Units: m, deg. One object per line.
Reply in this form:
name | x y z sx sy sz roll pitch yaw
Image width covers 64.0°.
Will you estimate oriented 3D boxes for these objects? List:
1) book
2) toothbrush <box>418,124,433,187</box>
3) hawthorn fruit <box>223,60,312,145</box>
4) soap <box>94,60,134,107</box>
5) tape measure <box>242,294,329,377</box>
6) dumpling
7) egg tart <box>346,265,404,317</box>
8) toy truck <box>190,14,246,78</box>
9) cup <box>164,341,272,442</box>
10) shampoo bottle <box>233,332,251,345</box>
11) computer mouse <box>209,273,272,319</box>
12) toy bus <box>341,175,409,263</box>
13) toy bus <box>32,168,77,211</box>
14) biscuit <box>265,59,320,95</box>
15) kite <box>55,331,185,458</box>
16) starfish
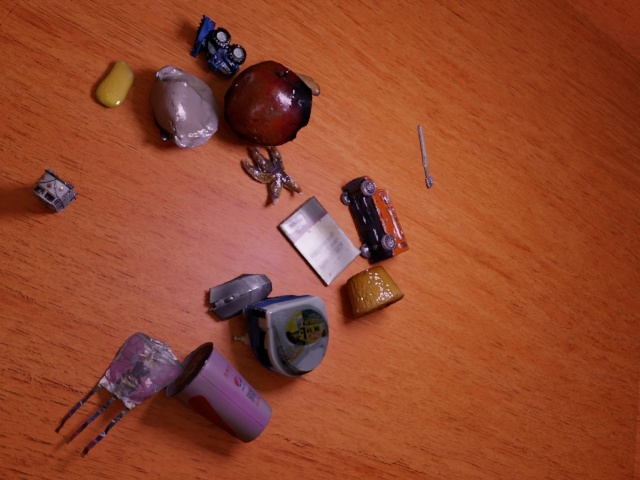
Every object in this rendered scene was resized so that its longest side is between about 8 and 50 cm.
book | 0.000 0.000 1.890 0.201 0.026 0.289 -42 99 -29
toothbrush | 0.452 -0.366 2.220 0.026 0.028 0.293 0 72 -29
hawthorn fruit | -0.172 -0.461 1.767 0.316 0.316 0.315 7 74 -26
soap | -0.662 -0.505 1.666 0.089 0.033 0.168 33 65 -19
tape measure | -0.096 0.308 1.668 0.260 0.138 0.261 -8 89 -41
dumpling | -0.462 -0.434 1.704 0.205 0.164 0.292 -7 78 -63
egg tart | 0.190 0.180 1.855 0.203 0.202 0.147 -15 76 -30
toy truck | -0.374 -0.674 1.815 0.208 0.113 0.126 45 63 -10
cup | -0.293 0.470 1.541 0.288 0.203 0.203 45 62 -18
shampoo bottle | -0.220 0.328 1.690 0.141 0.034 0.048 9 82 -25
computer mouse | -0.260 0.176 1.686 0.231 0.071 0.126 -20 87 -29
toy bus | 0.211 -0.087 1.962 0.153 0.143 0.328 -18 85 -40
toy bus | -0.751 -0.135 1.441 0.087 0.194 0.089 39 72 -14
biscuit | -0.106 -0.614 1.927 0.208 0.164 0.047 16 114 -25
kite | -0.565 0.429 1.447 0.204 0.022 0.360 32 63 16
starfish | -0.166 -0.230 1.844 0.238 0.071 0.215 26 72 -9
